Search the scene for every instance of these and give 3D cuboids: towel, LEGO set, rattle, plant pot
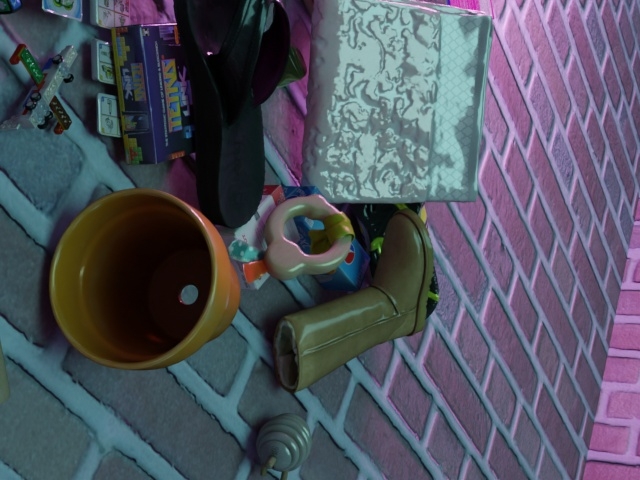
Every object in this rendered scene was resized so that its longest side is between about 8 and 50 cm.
[{"bbox_3d":[0.125,-0.219,1.638,0.317,0.053,0.331,1,100,-22],"label":"towel"},{"bbox_3d":[-0.299,-0.213,1.175,0.244,0.060,0.182,-6,95,-70],"label":"LEGO set"},{"bbox_3d":[-0.055,0.028,1.458,0.200,0.143,0.130,-40,91,-32],"label":"rattle"},{"bbox_3d":[-0.186,0.057,1.219,0.188,0.205,0.205,33,61,-71],"label":"plant pot"}]

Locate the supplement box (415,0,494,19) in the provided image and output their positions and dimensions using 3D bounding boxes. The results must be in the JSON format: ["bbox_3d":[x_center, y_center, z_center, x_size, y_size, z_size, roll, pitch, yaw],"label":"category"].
[{"bbox_3d":[0.243,-0.450,1.976,0.220,0.111,0.113,-38,121,-53],"label":"supplement box"}]

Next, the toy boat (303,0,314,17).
[{"bbox_3d":[0.065,-0.453,1.649,0.151,0.151,0.231,61,42,-38],"label":"toy boat"}]

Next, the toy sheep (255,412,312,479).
[{"bbox_3d":[-0.056,0.306,1.517,0.132,0.091,0.091,-59,140,-68],"label":"toy sheep"}]

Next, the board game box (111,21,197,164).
[{"bbox_3d":[-0.199,-0.190,1.295,0.141,0.048,0.170,-32,120,-64],"label":"board game box"}]

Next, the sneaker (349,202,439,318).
[{"bbox_3d":[0.117,-0.046,1.787,0.147,0.145,0.384,-110,-166,-88],"label":"sneaker"}]

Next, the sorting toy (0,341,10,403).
[{"bbox_3d":[-0.401,0.099,1.008,0.208,0.038,0.192,-27,113,-60],"label":"sorting toy"}]

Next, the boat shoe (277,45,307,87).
[{"bbox_3d":[-0.069,-0.256,1.543,0.153,0.048,0.056,-45,116,-57],"label":"boat shoe"}]

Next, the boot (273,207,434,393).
[{"bbox_3d":[0.053,0.093,1.587,0.270,0.089,0.236,-19,116,-34],"label":"boot"}]

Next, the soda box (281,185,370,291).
[{"bbox_3d":[0.000,0.000,1.618,0.210,0.071,0.067,52,50,-45],"label":"soda box"}]

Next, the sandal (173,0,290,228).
[{"bbox_3d":[-0.093,-0.223,1.306,0.167,0.107,0.445,-48,142,-51],"label":"sandal"}]

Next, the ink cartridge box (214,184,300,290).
[{"bbox_3d":[-0.096,-0.005,1.477,0.135,0.056,0.099,-50,130,-45],"label":"ink cartridge box"}]
